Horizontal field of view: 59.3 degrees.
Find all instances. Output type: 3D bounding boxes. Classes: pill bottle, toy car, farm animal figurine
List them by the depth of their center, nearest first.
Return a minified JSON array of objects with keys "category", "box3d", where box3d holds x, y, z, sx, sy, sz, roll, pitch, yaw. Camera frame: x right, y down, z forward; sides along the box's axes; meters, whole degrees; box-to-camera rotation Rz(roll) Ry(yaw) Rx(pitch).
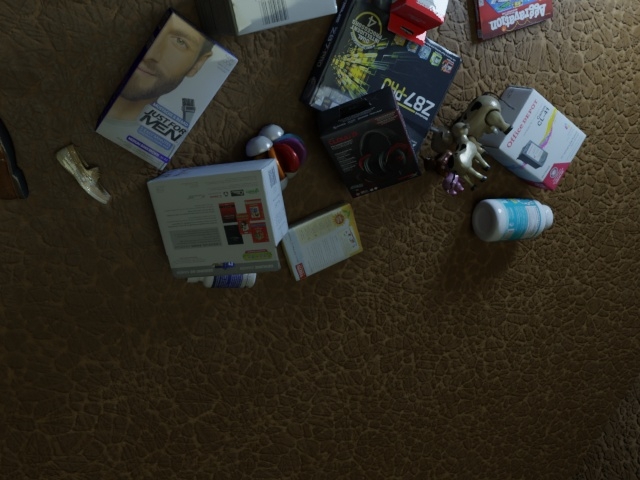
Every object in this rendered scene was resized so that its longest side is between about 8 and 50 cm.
[{"category":"toy car","box3d":[-0.104,-0.229,1.529,0.159,0.136,0.182,64,33,-25]},{"category":"pill bottle","box3d":[-0.284,0.078,1.590,0.187,0.112,0.112,2,106,-22]},{"category":"farm animal figurine","box3d":[0.422,-0.304,1.669,0.172,0.330,0.326,40,93,-11]},{"category":"pill bottle","box3d":[0.669,-0.074,1.941,0.264,0.146,0.146,-4,109,-23]}]

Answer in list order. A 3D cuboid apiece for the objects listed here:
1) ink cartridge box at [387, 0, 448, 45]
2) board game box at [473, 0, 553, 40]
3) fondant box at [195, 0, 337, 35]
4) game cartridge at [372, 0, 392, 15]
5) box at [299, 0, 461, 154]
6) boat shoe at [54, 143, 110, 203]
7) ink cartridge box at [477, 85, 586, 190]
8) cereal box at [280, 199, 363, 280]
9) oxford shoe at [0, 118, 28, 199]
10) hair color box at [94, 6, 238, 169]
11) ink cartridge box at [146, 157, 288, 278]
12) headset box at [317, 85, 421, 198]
[{"category":"ink cartridge box","box3d":[0.274,-0.664,1.517,0.134,0.078,0.231,14,87,-27]},{"category":"board game box","box3d":[0.604,-0.734,1.754,0.281,0.027,0.145,-23,116,-16]},{"category":"fondant box","box3d":[-0.138,-0.552,1.314,0.238,0.330,0.096,-20,117,-17]},{"category":"game cartridge","box3d":[0.254,-0.771,1.574,0.198,0.062,0.297,7,104,-30]},{"category":"box","box3d":[0.176,-0.463,1.619,0.395,0.097,0.318,20,102,-28]},{"category":"boat shoe","box3d":[-0.581,-0.166,1.404,0.059,0.063,0.170,-38,118,-1]},{"category":"ink cartridge box","box3d":[0.703,-0.336,1.875,0.306,0.131,0.226,27,95,-30]},{"category":"cereal box","box3d":[0.000,0.000,1.726,0.240,0.047,0.173,-23,115,-15]},{"category":"oxford shoe","box3d":[-0.756,-0.193,1.315,0.076,0.076,0.212,-9,111,-9]},{"category":"hair color box","box3d":[-0.376,-0.363,1.369,0.185,0.110,0.339,31,103,-29]},{"category":"ink cartridge box","box3d":[-0.255,-0.055,1.463,0.310,0.130,0.271,-4,110,13]},{"category":"headset box","box3d":[0.134,-0.276,1.560,0.218,0.110,0.293,-18,139,13]}]
